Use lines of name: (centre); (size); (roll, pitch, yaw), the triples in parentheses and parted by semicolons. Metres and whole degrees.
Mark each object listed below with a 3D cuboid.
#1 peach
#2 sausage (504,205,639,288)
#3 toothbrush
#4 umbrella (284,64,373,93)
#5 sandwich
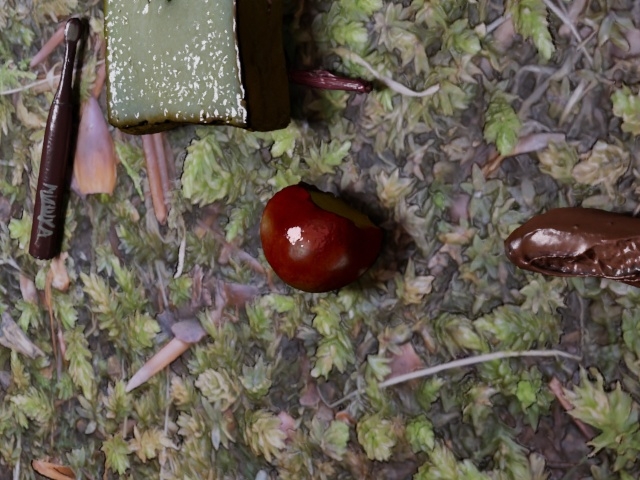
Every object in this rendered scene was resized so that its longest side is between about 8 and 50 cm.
peach: (-0.001, 0.007, 1.732); (0.118, 0.151, 0.151); (-96, 30, -58)
sausage: (0.342, 0.022, 1.482); (0.326, 0.079, 0.087); (17, 92, 34)
toothbrush: (-0.380, -0.143, 2.037); (0.041, 0.041, 0.364); (23, 111, 33)
umbrella: (0.001, -0.197, 1.741); (0.165, 0.025, 0.027); (14, 127, 40)
sandwich: (-0.164, -0.260, 1.805); (0.273, 0.095, 0.249); (2, 97, 43)
